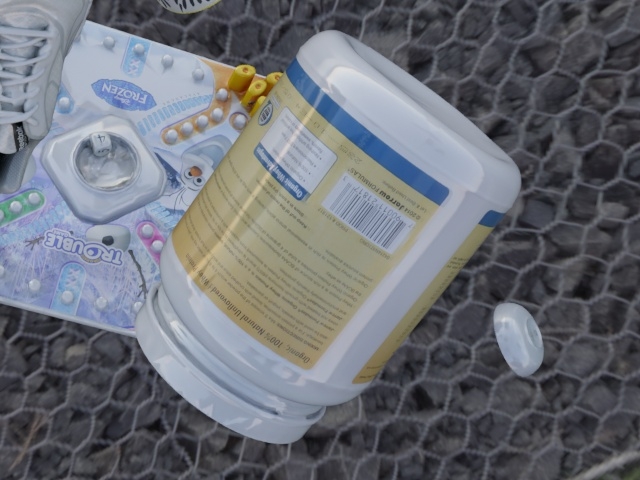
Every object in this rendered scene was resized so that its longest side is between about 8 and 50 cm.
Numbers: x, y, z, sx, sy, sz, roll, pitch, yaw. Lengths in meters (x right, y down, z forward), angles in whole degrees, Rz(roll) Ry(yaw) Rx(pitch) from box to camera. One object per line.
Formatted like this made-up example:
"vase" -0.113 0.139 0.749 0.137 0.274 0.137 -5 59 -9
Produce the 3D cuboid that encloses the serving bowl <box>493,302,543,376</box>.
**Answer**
"serving bowl" 0.220 0.104 1.154 0.027 0.083 0.083 -23 95 29

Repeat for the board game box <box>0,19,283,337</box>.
"board game box" -0.253 -0.093 1.264 0.389 0.050 0.390 16 63 -12

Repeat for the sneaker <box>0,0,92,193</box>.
"sneaker" -0.254 -0.149 0.896 0.110 0.292 0.118 6 55 -20

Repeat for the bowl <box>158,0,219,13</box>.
"bowl" -0.117 -0.286 0.898 0.080 0.170 0.170 24 95 -46

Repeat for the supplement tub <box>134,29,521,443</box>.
"supplement tub" 0.000 0.000 0.600 0.144 0.144 0.200 36 104 -3
